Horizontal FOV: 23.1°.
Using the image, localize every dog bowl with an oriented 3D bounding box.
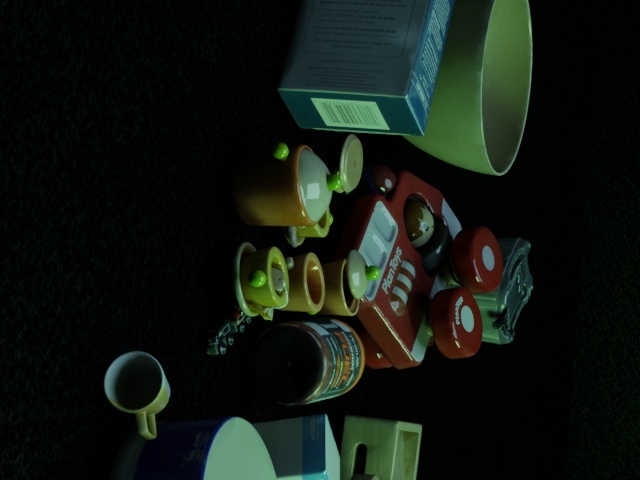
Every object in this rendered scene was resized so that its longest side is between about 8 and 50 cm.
[{"bbox_3d":[-0.125,0.317,1.631,0.265,0.104,0.265,-8,90,-73],"label":"dog bowl"}]

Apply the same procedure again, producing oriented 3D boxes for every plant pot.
[{"bbox_3d":[0.179,-0.241,2.249,0.284,0.191,0.284,5,90,-69],"label":"plant pot"}]

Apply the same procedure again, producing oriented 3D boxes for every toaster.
[{"bbox_3d":[0.263,0.085,2.621,0.227,0.146,0.129,-60,148,-49],"label":"toaster"}]

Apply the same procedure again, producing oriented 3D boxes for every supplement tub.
[{"bbox_3d":[-0.007,0.150,1.978,0.198,0.106,0.106,0,95,-70],"label":"supplement tub"}]

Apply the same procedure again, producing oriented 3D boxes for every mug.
[{"bbox_3d":[-0.184,0.157,1.583,0.064,0.062,0.078,63,46,-69],"label":"mug"}]

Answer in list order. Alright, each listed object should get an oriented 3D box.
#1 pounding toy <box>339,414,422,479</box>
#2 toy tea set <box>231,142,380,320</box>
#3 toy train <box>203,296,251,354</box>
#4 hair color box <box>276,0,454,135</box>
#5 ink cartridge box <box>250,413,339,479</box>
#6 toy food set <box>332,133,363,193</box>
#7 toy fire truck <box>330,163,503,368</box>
[{"bbox_3d":[0.063,0.342,2.229,0.206,0.094,0.181,24,72,-68],"label":"pounding toy"},{"bbox_3d":[0.000,0.000,1.888,0.336,0.124,0.200,18,66,-70],"label":"toy tea set"},{"bbox_3d":[-0.098,0.085,1.833,0.158,0.027,0.036,-50,130,-57],"label":"toy train"},{"bbox_3d":[0.076,-0.310,1.982,0.105,0.174,0.347,57,43,-60],"label":"hair color box"},{"bbox_3d":[-0.054,0.274,1.853,0.090,0.143,0.092,-89,168,-45],"label":"ink cartridge box"},{"bbox_3d":[0.038,-0.105,2.152,0.082,0.020,0.083,-1,96,-70],"label":"toy food set"},{"bbox_3d":[0.122,0.027,2.243,0.254,0.169,0.302,55,40,-33],"label":"toy fire truck"}]
